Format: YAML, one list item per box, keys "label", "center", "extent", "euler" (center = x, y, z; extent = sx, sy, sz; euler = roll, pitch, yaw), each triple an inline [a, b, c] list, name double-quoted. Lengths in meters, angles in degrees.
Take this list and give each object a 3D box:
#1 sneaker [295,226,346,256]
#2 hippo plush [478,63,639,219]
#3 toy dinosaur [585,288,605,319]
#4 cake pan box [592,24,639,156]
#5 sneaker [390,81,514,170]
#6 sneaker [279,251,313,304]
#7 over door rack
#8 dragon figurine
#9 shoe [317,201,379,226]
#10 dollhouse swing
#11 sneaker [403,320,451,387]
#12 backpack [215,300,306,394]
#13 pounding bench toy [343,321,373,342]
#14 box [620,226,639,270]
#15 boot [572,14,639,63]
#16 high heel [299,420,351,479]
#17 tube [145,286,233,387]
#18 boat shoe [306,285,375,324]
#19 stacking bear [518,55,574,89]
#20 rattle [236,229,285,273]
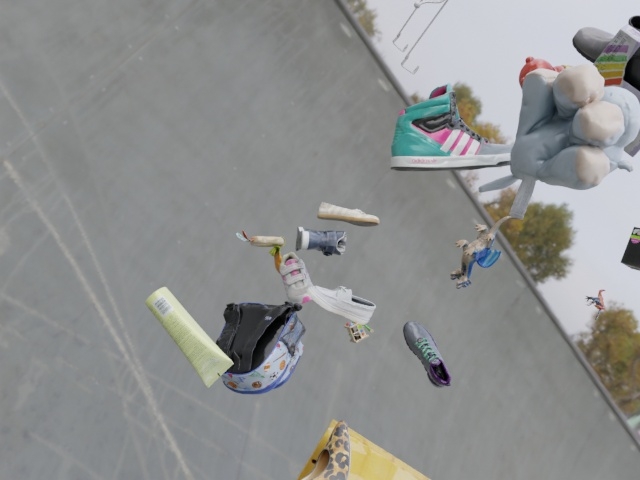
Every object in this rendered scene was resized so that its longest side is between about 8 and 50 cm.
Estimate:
- label: "sneaker"
  center: [0.000, 0.002, 2.111]
  extent: [0.226, 0.163, 0.086]
  euler: [-148, -118, -79]
- label: "hippo plush"
  center: [0.492, -0.170, 1.141]
  extent: [0.236, 0.295, 0.234]
  euler: [-1, 31, -26]
- label: "toy dinosaur"
  center: [0.731, 0.160, 1.635]
  extent: [0.047, 0.090, 0.082]
  euler: [36, -2, -6]
- label: "cake pan box"
  center: [0.823, -0.395, 1.641]
  extent: [0.245, 0.267, 0.070]
  euler: [43, 49, 14]
- label: "sneaker"
  center: [0.283, -0.237, 1.296]
  extent: [0.123, 0.295, 0.179]
  euler: [-170, -103, -72]
- label: "sneaker"
  center: [-0.090, 0.127, 2.128]
  extent: [0.252, 0.102, 0.111]
  euler: [-128, -160, -57]
- label: "over door rack"
  center: [0.313, -0.738, 2.011]
  extent: [0.108, 0.324, 0.240]
  euler: [16, 35, -14]
- label: "dragon figurine"
  center: [0.522, 0.029, 1.999]
  extent: [0.085, 0.289, 0.144]
  euler: [45, -6, 42]
- label: "shoe"
  center: [0.098, -0.091, 2.152]
  extent: [0.076, 0.218, 0.059]
  euler: [60, 39, -77]
- label: "dollhouse swing"
  center: [0.099, 0.646, 1.453]
  extent: [0.346, 0.315, 0.305]
  euler: [31, 22, 7]
- label: "sneaker"
  center: [0.331, 0.338, 1.875]
  extent: [0.224, 0.083, 0.098]
  euler: [58, -10, 9]
- label: "backpack"
  center: [-0.191, 0.323, 1.827]
  extent: [0.263, 0.276, 0.213]
  euler: [-55, 129, -43]
- label: "pounding bench toy"
  center: [0.130, 0.291, 2.066]
  extent: [0.065, 0.083, 0.052]
  euler: [68, -21, -6]
- label: "box"
  center: [0.688, 0.022, 1.313]
  extent: [0.052, 0.083, 0.062]
  euler: [20, 1, -35]
- label: "boot"
  center: [0.967, -0.637, 1.965]
  extent: [0.338, 0.118, 0.223]
  euler: [37, -6, 25]
- label: "high heel"
  center: [-0.044, 0.447, 1.207]
  extent: [0.186, 0.093, 0.261]
  euler: [24, 53, -7]
- label: "tube"
  center: [-0.299, 0.213, 1.397]
  extent: [0.240, 0.062, 0.070]
  euler: [48, -29, 11]
- label: "boat shoe"
  center: [0.053, 0.140, 1.460]
  extent: [0.184, 0.063, 0.066]
  euler: [29, 14, -22]
- label: "stacking bear"
  center: [0.761, -0.484, 1.970]
  extent: [0.288, 0.176, 0.164]
  euler: [19, -7, -13]
- label: "rattle"
  center: [-0.220, 0.043, 2.261]
  extent: [0.130, 0.143, 0.199]
  euler: [14, 4, 31]
